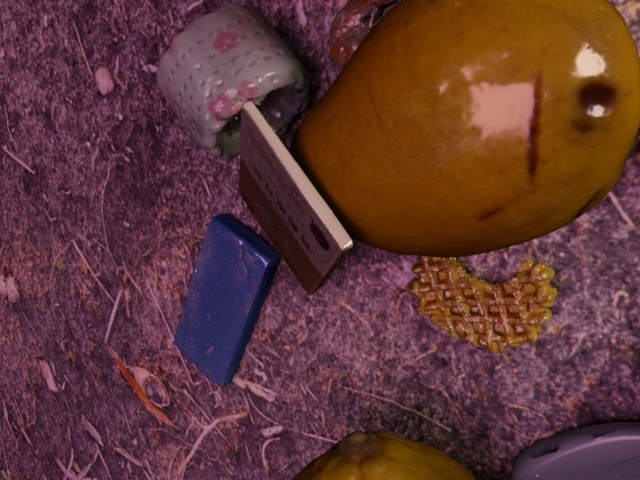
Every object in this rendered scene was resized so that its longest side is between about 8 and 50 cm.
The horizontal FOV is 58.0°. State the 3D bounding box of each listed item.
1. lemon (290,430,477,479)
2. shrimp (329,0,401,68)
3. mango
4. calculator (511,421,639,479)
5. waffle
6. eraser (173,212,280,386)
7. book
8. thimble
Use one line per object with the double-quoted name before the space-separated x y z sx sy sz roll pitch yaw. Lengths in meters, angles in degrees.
"lemon" 0.089 0.446 0.795 0.350 0.350 0.386 -12 101 36
"shrimp" 0.083 -0.292 0.755 0.190 0.042 0.101 -22 84 37
"mango" 0.127 -0.121 0.666 0.445 0.220 0.301 -11 110 40
"calculator" 0.363 0.340 0.758 0.299 0.041 0.185 -38 82 34
"waffle" 0.212 0.067 0.772 0.194 0.051 0.148 28 118 30
"eraser" -0.178 0.115 1.050 0.144 0.043 0.311 36 121 22
"book" -0.050 -0.039 0.818 0.216 0.021 0.310 55 164 8
"thimble" -0.125 -0.218 0.839 0.149 0.185 0.211 55 160 10
